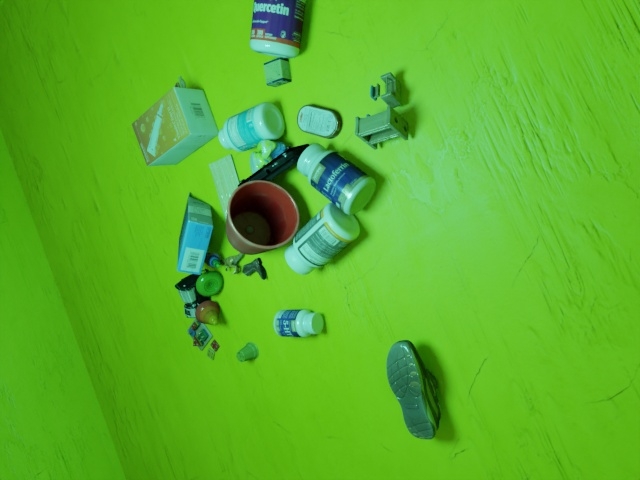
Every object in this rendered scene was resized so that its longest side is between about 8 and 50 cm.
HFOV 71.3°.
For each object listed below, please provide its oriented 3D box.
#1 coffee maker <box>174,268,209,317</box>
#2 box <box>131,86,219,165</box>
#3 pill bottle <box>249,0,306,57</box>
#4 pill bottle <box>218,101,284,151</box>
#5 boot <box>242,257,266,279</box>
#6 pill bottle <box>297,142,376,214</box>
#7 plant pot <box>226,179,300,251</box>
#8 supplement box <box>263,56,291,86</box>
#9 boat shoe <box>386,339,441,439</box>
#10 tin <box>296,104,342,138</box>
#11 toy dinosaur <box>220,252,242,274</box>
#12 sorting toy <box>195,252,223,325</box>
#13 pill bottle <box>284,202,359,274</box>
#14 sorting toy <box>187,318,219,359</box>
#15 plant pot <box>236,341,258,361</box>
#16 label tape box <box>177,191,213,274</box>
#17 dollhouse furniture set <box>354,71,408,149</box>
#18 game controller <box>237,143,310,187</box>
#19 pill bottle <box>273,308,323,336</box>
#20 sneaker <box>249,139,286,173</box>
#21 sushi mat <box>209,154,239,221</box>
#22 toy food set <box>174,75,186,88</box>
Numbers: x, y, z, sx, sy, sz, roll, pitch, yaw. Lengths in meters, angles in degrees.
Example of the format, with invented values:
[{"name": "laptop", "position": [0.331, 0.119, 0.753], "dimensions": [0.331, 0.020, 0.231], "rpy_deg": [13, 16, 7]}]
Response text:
[{"name": "coffee maker", "position": [-0.585, 0.258, 2.125], "dimensions": [0.120, 0.171, 0.178], "rpy_deg": [37, 143, 48]}, {"name": "box", "position": [-0.651, -0.499, 1.991], "dimensions": [0.345, 0.168, 0.215], "rpy_deg": [-22, 88, 36]}, {"name": "pill bottle", "position": [-0.145, -0.823, 1.567], "dimensions": [0.181, 0.181, 0.323], "rpy_deg": [19, 110, 31]}, {"name": "pill bottle", "position": [-0.281, -0.438, 1.762], "dimensions": [0.264, 0.146, 0.146], "rpy_deg": [-9, 94, 36]}, {"name": "boot", "position": [-0.293, 0.141, 1.953], "dimensions": [0.114, 0.037, 0.106], "rpy_deg": [-29, 70, 32]}, {"name": "pill bottle", "position": [0.052, -0.222, 1.570], "dimensions": [0.264, 0.153, 0.153], "rpy_deg": [40, 119, 22]}, {"name": "plant pot", "position": [-0.248, -0.067, 1.732], "dimensions": [0.275, 0.275, 0.243], "rpy_deg": [66, 153, 6]}, {"name": "supplement box", "position": [-0.163, -0.638, 1.694], "dimensions": [0.083, 0.056, 0.083], "rpy_deg": [-4, 97, 35]}, {"name": "boat shoe", "position": [0.327, 0.501, 1.541], "dimensions": [0.132, 0.130, 0.355], "rpy_deg": [-8, 101, 39]}, {"name": "tin", "position": [-0.007, -0.439, 1.640], "dimensions": [0.190, 0.040, 0.106], "rpy_deg": [23, 107, 29]}, {"name": "toy dinosaur", "position": [-0.390, 0.092, 1.995], "dimensions": [0.211, 0.064, 0.112], "rpy_deg": [-24, 84, 35]}, {"name": "sorting toy", "position": [-0.489, 0.241, 2.032], "dimensions": [0.126, 0.127, 0.365], "rpy_deg": [32, 119, 52]}, {"name": "pill bottle", "position": [0.000, 0.000, 1.646], "dimensions": [0.278, 0.162, 0.162], "rpy_deg": [-42, 75, 34]}, {"name": "sorting toy", "position": [-0.614, 0.479, 2.238], "dimensions": [0.274, 0.046, 0.132], "rpy_deg": [49, 122, 16]}, {"name": "plant pot", "position": [-0.339, 0.516, 2.035], "dimensions": [0.083, 0.079, 0.083], "rpy_deg": [7, 103, 34]}, {"name": "label tape box", "position": [-0.576, -0.041, 2.039], "dimensions": [0.347, 0.115, 0.249], "rpy_deg": [-117, 42, -60]}, {"name": "dollhouse furniture set", "position": [0.204, -0.419, 1.462], "dimensions": [0.129, 0.129, 0.184], "rpy_deg": [-9, 70, 36]}, {"name": "game controller", "position": [-0.178, -0.278, 1.710], "dimensions": [0.319, 0.166, 0.067], "rpy_deg": [-27, 102, 35]}, {"name": "pill bottle", "position": [-0.087, 0.335, 1.803], "dimensions": [0.186, 0.112, 0.112], "rpy_deg": [-8, 95, 36]}, {"name": "sneaker", "position": [-0.201, -0.324, 1.770], "dimensions": [0.240, 0.126, 0.091], "rpy_deg": [154, 108, -66]}, {"name": "sushi mat", "position": [-0.402, -0.207, 1.971], "dimensions": [0.151, 0.019, 0.316], "rpy_deg": [-17, 89, 35]}, {"name": "toy food set", "position": [-0.635, -0.680, 2.036], "dimensions": [0.078, 0.019, 0.122], "rpy_deg": [-39, 77, 34]}]
